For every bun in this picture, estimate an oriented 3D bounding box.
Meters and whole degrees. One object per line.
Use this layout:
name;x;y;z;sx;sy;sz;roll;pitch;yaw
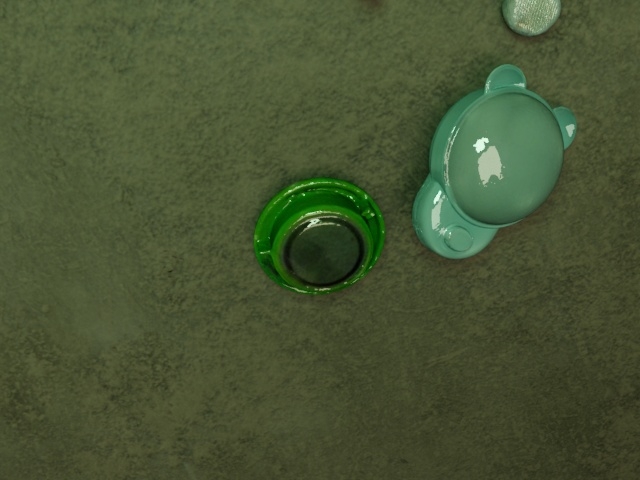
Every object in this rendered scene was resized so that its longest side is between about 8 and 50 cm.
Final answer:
bun;0.293;-0.324;1.049;0.083;0.045;0.083;-6;122;-9

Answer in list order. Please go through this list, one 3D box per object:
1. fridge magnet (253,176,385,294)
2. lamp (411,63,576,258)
fridge magnet;0.000;0.000;1.168;0.208;0.088;0.208;-4;121;-7
lamp;0.247;-0.101;1.114;0.209;0.147;0.284;30;112;-27
